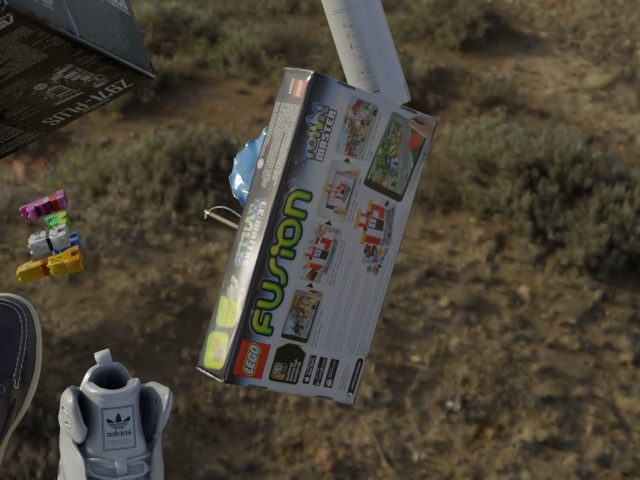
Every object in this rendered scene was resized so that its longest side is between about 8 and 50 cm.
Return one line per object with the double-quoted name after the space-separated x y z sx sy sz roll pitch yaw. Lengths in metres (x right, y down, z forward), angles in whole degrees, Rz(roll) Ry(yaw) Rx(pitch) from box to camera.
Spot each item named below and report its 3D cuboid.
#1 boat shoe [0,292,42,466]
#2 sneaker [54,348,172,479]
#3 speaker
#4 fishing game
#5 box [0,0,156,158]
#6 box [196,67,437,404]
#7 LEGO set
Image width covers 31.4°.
-0.416 0.203 1.381 0.103 0.285 0.092 19 -4 1 "boat shoe"
-0.232 0.287 1.269 0.137 0.210 0.366 0 28 -18 "sneaker"
0.041 -0.190 1.081 0.055 0.136 0.055 -18 13 4 "speaker"
-0.059 -0.115 1.840 0.189 0.041 0.264 20 70 37 "fishing game"
-0.198 -0.089 0.558 0.180 0.077 0.147 -25 -12 14 "box"
0.000 0.000 0.760 0.114 0.207 0.036 16 1 -37 "box"
-0.399 0.009 1.641 0.093 0.087 0.227 -20 21 -7 "LEGO set"
